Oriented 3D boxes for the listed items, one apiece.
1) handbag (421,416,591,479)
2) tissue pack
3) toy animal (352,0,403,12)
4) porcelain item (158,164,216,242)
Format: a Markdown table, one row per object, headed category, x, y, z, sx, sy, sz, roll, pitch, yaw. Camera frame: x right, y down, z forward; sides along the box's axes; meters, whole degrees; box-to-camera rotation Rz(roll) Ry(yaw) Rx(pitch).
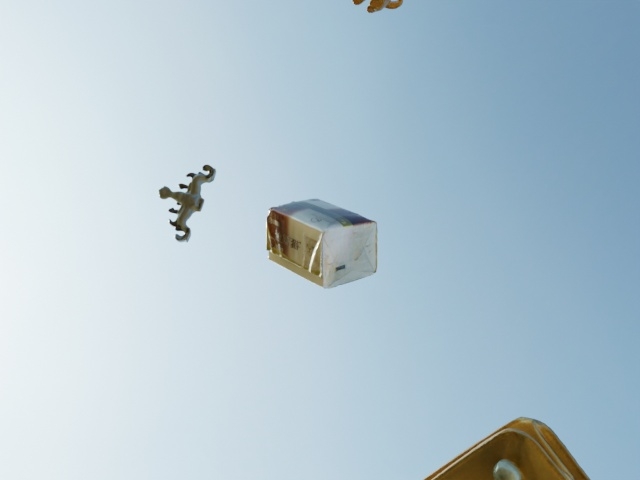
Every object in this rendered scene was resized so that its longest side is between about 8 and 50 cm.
| category | x | y | z | sx | sy | sz | roll | pitch | yaw |
| --- | --- | --- | --- | --- | --- | --- | --- | --- | --- |
| handbag | 0.209 | 0.454 | 0.965 | 0.401 | 0.133 | 0.283 | -40 | -102 | 10 |
| tissue pack | 0.000 | -0.001 | 1.097 | 0.148 | 0.106 | 0.099 | 23 | -60 | 49 |
| toy animal | 0.075 | -0.311 | 0.857 | 0.081 | 0.061 | 0.083 | 23 | -28 | -16 |
| porcelain item | -0.224 | -0.067 | 1.154 | 0.075 | 0.136 | 0.021 | 19 | -17 | 1 |
